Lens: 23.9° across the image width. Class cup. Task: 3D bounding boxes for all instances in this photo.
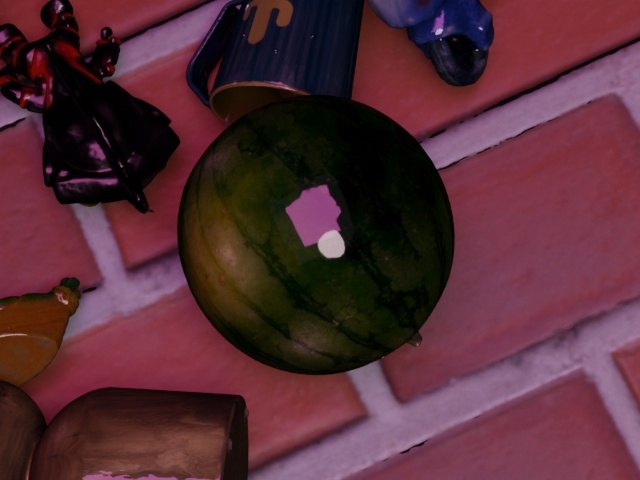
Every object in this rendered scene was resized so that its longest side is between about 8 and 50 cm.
[{"bbox_3d":[-0.042,-0.183,1.422,0.176,0.131,0.155,2,68,31],"label":"cup"}]

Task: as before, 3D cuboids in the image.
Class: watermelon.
[{"bbox_3d":[-0.003,-0.004,1.301,0.242,0.242,0.242,-1,74,4],"label":"watermelon"}]

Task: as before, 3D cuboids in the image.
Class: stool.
[{"bbox_3d":[-0.199,0.211,1.284,0.264,0.179,0.179,3,75,5],"label":"stool"}]

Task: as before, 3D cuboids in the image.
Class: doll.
[{"bbox_3d":[-0.220,-0.120,1.432,0.127,0.088,0.248,-44,66,13],"label":"doll"}]

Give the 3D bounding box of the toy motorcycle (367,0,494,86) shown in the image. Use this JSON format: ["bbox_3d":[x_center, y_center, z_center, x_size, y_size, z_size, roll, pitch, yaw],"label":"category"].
[{"bbox_3d":[0.086,-0.318,1.402,0.241,0.182,0.319,14,72,-26],"label":"toy motorcycle"}]

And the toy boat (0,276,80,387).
[{"bbox_3d":[-0.323,0.097,1.382,0.229,0.089,0.088,-21,37,-3],"label":"toy boat"}]
